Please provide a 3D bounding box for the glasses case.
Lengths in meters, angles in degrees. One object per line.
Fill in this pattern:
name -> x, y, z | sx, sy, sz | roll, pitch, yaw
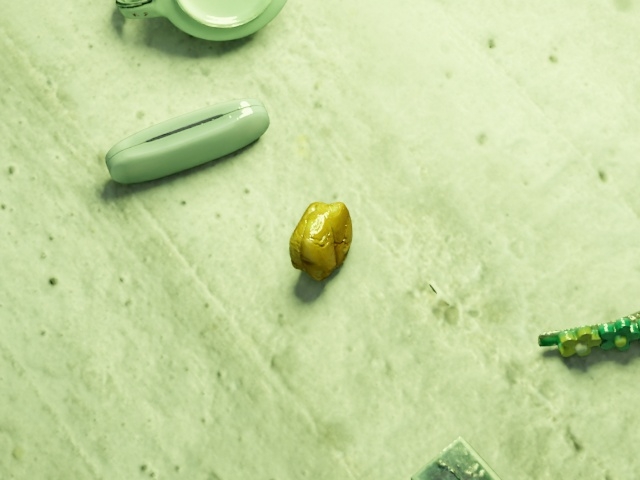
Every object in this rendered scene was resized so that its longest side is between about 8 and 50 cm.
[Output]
glasses case -> -0.140, -0.105, 2.061 | 0.178, 0.067, 0.045 | -19, 70, -5

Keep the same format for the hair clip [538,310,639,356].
hair clip -> 0.307, 0.089, 1.981 | 0.173, 0.049, 0.049 | -14, 69, -4

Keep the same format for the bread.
bread -> 0.000, 0.000, 2.012 | 0.046, 0.083, 0.081 | 17, 112, 28

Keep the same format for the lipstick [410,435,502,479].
lipstick -> 0.205, 0.321, 1.881 | 0.077, 0.076, 0.289 | -39, 75, -11

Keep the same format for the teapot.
teapot -> -0.117, -0.304, 2.109 | 0.232, 0.159, 0.159 | -31, 71, 2
